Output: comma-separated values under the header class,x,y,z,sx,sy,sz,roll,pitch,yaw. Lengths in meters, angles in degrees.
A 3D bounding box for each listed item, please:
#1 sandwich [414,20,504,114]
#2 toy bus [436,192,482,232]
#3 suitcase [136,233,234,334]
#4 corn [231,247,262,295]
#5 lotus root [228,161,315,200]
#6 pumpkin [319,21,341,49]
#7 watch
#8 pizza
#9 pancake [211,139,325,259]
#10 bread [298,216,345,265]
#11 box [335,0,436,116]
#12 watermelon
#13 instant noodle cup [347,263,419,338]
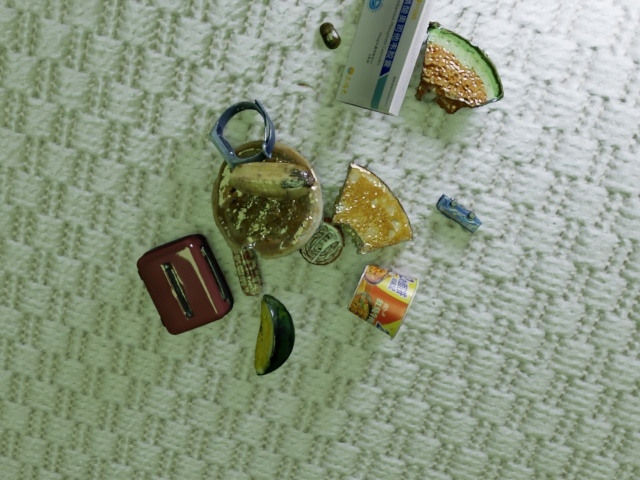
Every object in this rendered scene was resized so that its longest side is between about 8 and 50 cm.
class,x,y,z,sx,sy,sz,roll,pitch,yaw
sandwich,0.396,-0.481,1.405,0.292,0.109,0.212,27,112,3
toy bus,0.436,-0.086,1.515,0.153,0.051,0.061,33,109,-4
suitcase,-0.437,0.142,1.574,0.237,0.161,0.296,-21,99,7
corn,-0.252,0.069,1.588,0.080,0.079,0.236,-16,100,8
lotus root,-0.141,-0.178,1.415,0.259,0.097,0.110,7,71,7
pumpkin,0.026,-0.615,1.439,0.050,0.028,0.083,-31,94,12
watch,-0.228,-0.321,1.465,0.193,0.068,0.206,-37,73,1
pizza,0.144,-0.079,1.507,0.223,0.089,0.323,-44,104,-9
pancake,-0.169,-0.119,1.504,0.383,0.071,0.381,0,88,11
bread,0.000,0.000,1.554,0.161,0.073,0.160,1,102,6
box,0.183,-0.547,1.375,0.200,0.065,0.343,26,105,33
watermelon,-0.165,0.342,1.648,0.129,0.123,0.300,19,106,33
instant noodle cup,0.191,0.183,1.524,0.174,0.213,0.213,24,103,7
